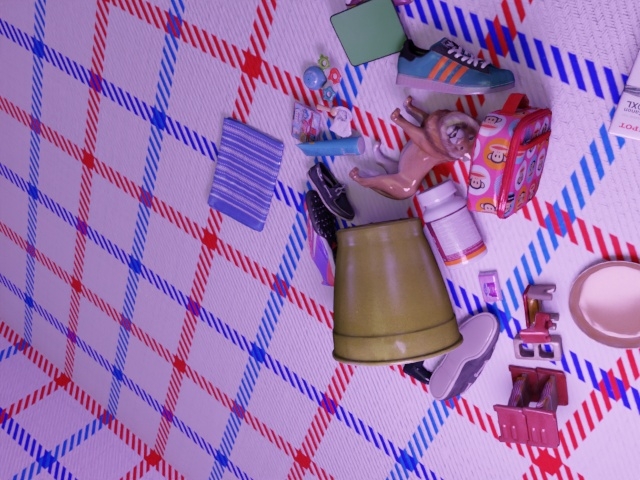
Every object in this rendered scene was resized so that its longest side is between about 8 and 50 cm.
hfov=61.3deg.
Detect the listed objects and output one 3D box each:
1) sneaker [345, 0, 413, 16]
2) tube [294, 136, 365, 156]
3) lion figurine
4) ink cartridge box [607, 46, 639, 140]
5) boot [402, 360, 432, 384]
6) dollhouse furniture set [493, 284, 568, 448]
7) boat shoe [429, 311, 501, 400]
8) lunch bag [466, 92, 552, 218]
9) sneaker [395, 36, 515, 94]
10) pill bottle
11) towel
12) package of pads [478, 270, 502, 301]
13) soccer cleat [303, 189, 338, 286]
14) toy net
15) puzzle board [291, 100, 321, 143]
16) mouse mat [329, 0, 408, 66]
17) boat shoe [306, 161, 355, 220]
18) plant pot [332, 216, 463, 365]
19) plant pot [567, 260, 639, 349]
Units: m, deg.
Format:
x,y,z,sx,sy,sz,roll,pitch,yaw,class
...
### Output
x,y,z,sx,sy,sz,roll,pitch,yaw,class
0.152,-0.613,1.386,0.185,0.070,0.084,19,140,20,sneaker
0.029,-0.272,1.592,0.207,0.080,0.052,1,66,29,tube
0.255,-0.218,1.446,0.240,0.142,0.392,40,139,3,lion figurine
0.727,-0.318,1.115,0.171,0.100,0.237,22,118,24,ink cartridge box
0.315,0.386,1.683,0.121,0.045,0.099,22,116,24,boot
0.543,0.324,1.419,0.152,0.201,0.374,-3,107,33,dollhouse furniture set
0.433,0.337,1.574,0.335,0.095,0.112,-64,36,28,boat shoe
0.433,-0.203,1.227,0.120,0.293,0.258,17,117,30,lunch bag
0.324,-0.429,1.318,0.302,0.108,0.121,15,120,28,sneaker
0.349,-0.043,1.445,0.121,0.121,0.221,-23,95,36,pill bottle
-0.258,-0.215,1.805,0.243,0.040,0.336,28,121,19,towel
0.469,0.127,1.492,0.050,0.032,0.083,-8,104,35,package of pads
0.000,0.000,1.692,0.116,0.108,0.318,-14,103,39,soccer cleat
0.039,-0.409,1.545,0.122,0.045,0.232,-31,92,34,toy net
-0.046,-0.342,1.615,0.096,0.011,0.128,31,141,18,puzzle board
0.128,-0.546,1.414,0.189,0.007,0.153,-5,129,39,mouse mat
0.039,-0.149,1.625,0.206,0.075,0.065,51,129,10,boat shoe
0.184,0.122,1.501,0.366,0.366,0.353,-8,93,34,plant pot
0.742,0.156,1.335,0.236,0.032,0.236,12,115,28,plant pot
